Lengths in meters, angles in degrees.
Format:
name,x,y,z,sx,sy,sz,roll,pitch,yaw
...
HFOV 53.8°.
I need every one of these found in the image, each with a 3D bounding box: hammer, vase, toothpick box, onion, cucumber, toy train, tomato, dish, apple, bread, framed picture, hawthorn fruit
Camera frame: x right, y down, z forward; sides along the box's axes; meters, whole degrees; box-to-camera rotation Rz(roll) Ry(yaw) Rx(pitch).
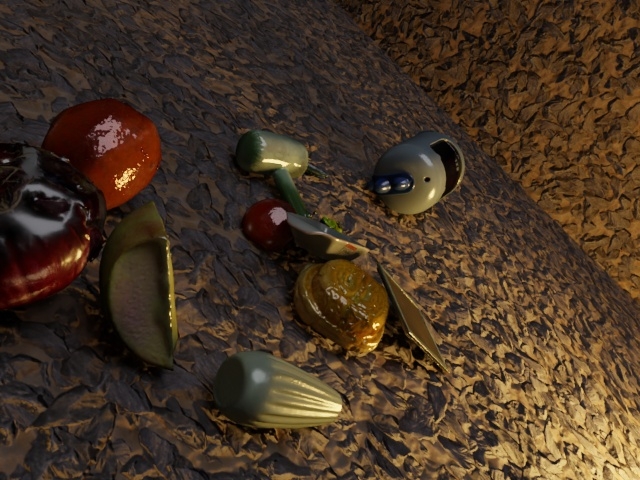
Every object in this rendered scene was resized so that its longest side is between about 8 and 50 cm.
name,x,y,z,sx,sy,sz,roll,pitch,yaw
hammer,-0.088,-0.144,1.669,0.206,0.119,0.336,1,54,-44
vase,-0.065,0.276,1.121,0.248,0.128,0.128,26,32,-39
toothpick box,0.303,-0.215,2.073,0.263,0.263,0.354,44,32,8
onion,-0.481,-0.017,0.961,0.313,0.233,0.314,4,45,-4
cucumber,-0.059,-0.228,1.873,0.184,0.033,0.036,30,57,-15
toy train,0.047,0.040,1.616,0.085,0.053,0.250,22,35,-37
tomato,-0.108,-0.046,1.523,0.139,0.091,0.159,47,34,18
dish,0.000,0.000,1.486,0.154,0.064,0.234,30,5,31
apple,-0.307,0.068,1.051,0.119,0.265,0.193,-7,27,-22
bread,0.051,0.142,1.417,0.236,0.120,0.198,33,33,-10
framed picture,0.224,0.192,1.542,0.274,0.017,0.217,46,18,-46
hawthorn fruit,-0.437,-0.143,1.195,0.211,0.211,0.299,35,42,-8
